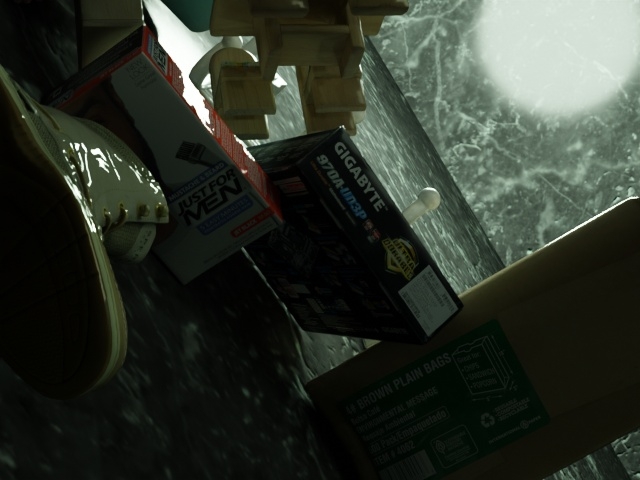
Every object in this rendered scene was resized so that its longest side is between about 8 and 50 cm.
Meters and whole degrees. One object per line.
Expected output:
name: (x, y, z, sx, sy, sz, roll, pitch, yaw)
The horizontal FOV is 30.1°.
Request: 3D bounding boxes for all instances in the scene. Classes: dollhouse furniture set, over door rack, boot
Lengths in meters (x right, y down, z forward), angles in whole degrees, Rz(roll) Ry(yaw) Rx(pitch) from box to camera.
dollhouse furniture set: (-0.067, -0.202, 0.923, 0.212, 0.242, 0.161, 112, -28, -60)
over door rack: (0.005, -0.094, 1.180, 0.239, 0.108, 0.324, 49, 6, 3)
boot: (-0.137, -0.003, 0.677, 0.213, 0.077, 0.165, 61, 11, 21)

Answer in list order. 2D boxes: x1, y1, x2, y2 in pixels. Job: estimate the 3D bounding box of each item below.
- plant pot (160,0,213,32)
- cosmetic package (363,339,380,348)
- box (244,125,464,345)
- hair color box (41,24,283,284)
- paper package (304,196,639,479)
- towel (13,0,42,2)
plant pot: (-0.126, -0.392, 1.162, 0.235, 0.293, 0.293, 37, 21, -25)
cosmetic package: (0.097, 0.121, 1.294, 0.115, 0.060, 0.041, 51, 14, -36)
box: (0.000, 0.000, 0.980, 0.175, 0.051, 0.220, 55, -22, -14)
hair color box: (-0.111, -0.058, 0.852, 0.167, 0.093, 0.053, 51, 15, -28)
paper package: (0.192, 0.114, 1.071, 0.168, 0.325, 0.309, 62, 13, 11)
towel: (-0.210, -0.373, 0.884, 0.237, 0.037, 0.329, -102, -165, -51)
